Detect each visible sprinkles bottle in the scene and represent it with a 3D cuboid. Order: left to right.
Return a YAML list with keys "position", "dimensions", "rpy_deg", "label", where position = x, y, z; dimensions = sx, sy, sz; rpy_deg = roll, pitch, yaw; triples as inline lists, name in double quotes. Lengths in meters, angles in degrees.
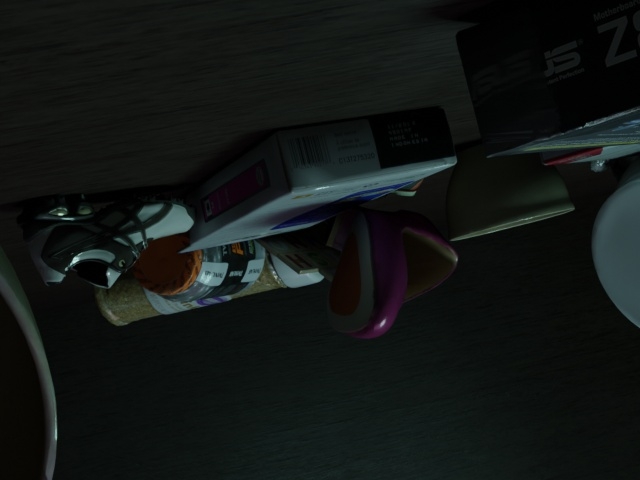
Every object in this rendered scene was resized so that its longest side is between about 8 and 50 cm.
- position: [-0.170, 0.040, 1.565]
  dimensions: [0.355, 0.121, 0.121]
  rpy_deg: [-13, 176, 20]
  label: "sprinkles bottle"

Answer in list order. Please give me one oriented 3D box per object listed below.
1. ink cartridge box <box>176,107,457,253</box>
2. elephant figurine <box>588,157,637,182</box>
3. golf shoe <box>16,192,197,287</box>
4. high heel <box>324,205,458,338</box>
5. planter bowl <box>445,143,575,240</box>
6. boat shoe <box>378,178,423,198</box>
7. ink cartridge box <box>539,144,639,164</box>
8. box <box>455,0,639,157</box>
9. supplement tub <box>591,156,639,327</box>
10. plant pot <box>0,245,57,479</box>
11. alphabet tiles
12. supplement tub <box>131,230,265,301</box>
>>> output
- position: [-0.027, -0.053, 1.082]
  dimensions: [0.176, 0.069, 0.371]
  rpy_deg: [-12, 174, -25]
  label: "ink cartridge box"
- position: [0.477, -0.050, 1.432]
  dimensions: [0.169, 0.239, 0.186]
  rpy_deg: [-14, 176, 20]
  label: "elephant figurine"
- position: [-0.209, 0.003, 1.043]
  dimensions: [0.198, 0.094, 0.077]
  rpy_deg: [-6, 168, -40]
  label: "golf shoe"
- position: [0.105, 0.035, 1.177]
  dimensions: [0.181, 0.127, 0.377]
  rpy_deg: [19, -162, -7]
  label: "high heel"
- position: [0.230, -0.071, 1.307]
  dimensions: [0.162, 0.109, 0.162]
  rpy_deg: [-13, 177, -1]
  label: "planter bowl"
- position: [0.080, -0.079, 1.233]
  dimensions: [0.137, 0.049, 0.043]
  rpy_deg: [-4, 129, -50]
  label: "boat shoe"
- position: [0.310, -0.126, 1.019]
  dimensions: [0.127, 0.072, 0.175]
  rpy_deg: [-16, 175, 42]
  label: "ink cartridge box"
- position: [0.332, -0.143, 0.690]
  dimensions: [0.318, 0.097, 0.395]
  rpy_deg: [-18, 174, 41]
  label: "box"
- position: [0.482, -0.038, 1.175]
  dimensions: [0.325, 0.235, 0.235]
  rpy_deg: [-30, -172, -37]
  label: "supplement tub"
- position: [-0.259, 0.034, 0.408]
  dimensions: [0.284, 0.284, 0.191]
  rpy_deg: [-11, -148, -15]
  label: "plant pot"
- position: [0.000, 0.000, 1.350]
  dimensions: [0.237, 0.198, 0.009]
  rpy_deg: [-6, 127, -56]
  label: "alphabet tiles"
- position: [-0.158, 0.019, 1.327]
  dimensions: [0.117, 0.117, 0.190]
  rpy_deg: [-14, 177, 19]
  label: "supplement tub"
